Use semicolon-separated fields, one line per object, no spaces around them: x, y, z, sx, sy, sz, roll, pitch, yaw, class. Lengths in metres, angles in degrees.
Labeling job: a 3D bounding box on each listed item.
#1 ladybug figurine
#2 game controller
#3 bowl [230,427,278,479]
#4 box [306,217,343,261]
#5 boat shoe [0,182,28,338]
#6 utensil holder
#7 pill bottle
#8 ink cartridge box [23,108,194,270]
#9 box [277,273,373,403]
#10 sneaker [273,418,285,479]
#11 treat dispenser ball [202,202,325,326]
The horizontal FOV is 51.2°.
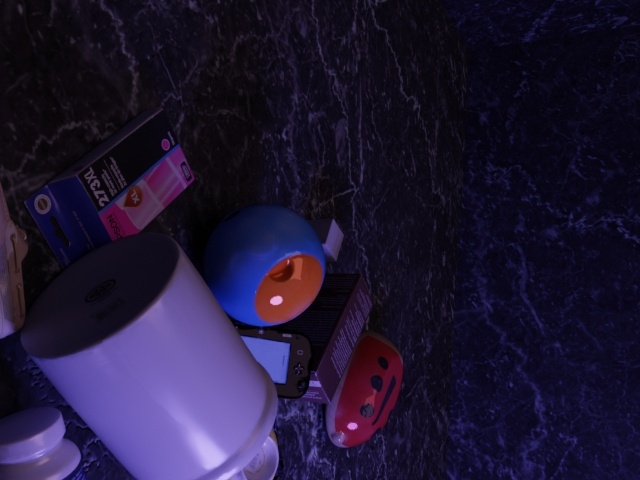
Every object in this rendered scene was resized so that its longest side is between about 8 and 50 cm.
0.155;0.490;2.201;0.449;0.161;0.305;-59;138;-44;ladybug figurine
-0.158;0.286;1.607;0.319;0.067;0.167;15;83;-33;game controller
-0.189;0.493;1.519;0.289;0.156;0.290;11;74;-46;bowl
0.000;0.000;1.999;0.087;0.101;0.102;56;41;-44;box
-0.523;0.011;1.055;0.098;0.109;0.303;-24;116;-65;boat shoe
-0.303;0.224;1.228;0.386;0.327;0.328;64;37;-32;utensil holder
-0.461;0.421;1.097;0.153;0.153;0.265;-30;116;-58;pill bottle
-0.400;-0.103;1.326;0.371;0.069;0.176;-54;134;-45;ink cartridge box
-0.005;0.265;1.890;0.381;0.191;0.143;-58;137;-44;box
-0.133;0.562;1.751;0.081;0.090;0.232;34;60;-56;sneaker
-0.132;0.056;1.568;0.288;0.288;0.288;3;86;-61;treat dispenser ball
